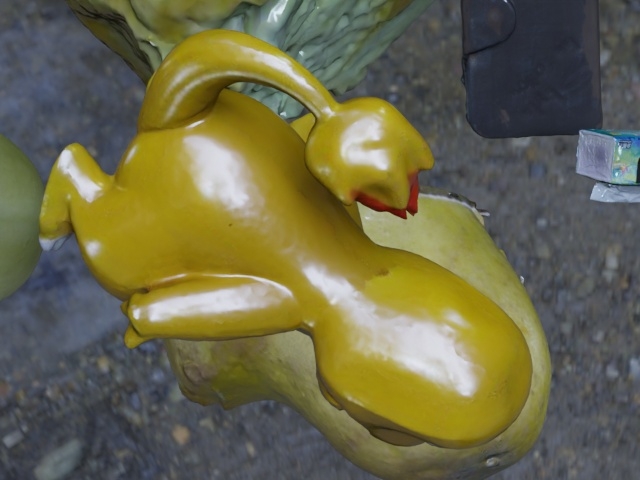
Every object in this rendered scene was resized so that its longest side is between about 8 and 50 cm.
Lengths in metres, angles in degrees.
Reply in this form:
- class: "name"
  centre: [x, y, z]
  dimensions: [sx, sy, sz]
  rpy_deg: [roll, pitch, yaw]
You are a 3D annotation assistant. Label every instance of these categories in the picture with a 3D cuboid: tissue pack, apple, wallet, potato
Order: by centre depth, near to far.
- class: "apple"
  centre: [-0.346, -0.020, 1.380]
  dimensions: [0.200, 0.200, 0.200]
  rpy_deg: [-3, 57, 5]
- class: "potato"
  centre: [0.036, 0.134, 1.533]
  dimensions: [0.397, 0.290, 0.296]
  rpy_deg: [-17, 58, 0]
- class: "tissue pack"
  centre: [0.349, -0.080, 1.632]
  dimensions: [0.111, 0.085, 0.079]
  rpy_deg: [0, 99, -17]
- class: "wallet"
  centre: [0.243, -0.264, 1.714]
  dimensions: [0.165, 0.309, 0.042]
  rpy_deg: [-5, 23, -1]

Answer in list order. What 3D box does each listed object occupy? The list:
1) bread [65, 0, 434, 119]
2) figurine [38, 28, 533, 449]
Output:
- class: "bread"
  centre: [-0.051, -0.203, 0.779]
  dimensions: [0.252, 0.196, 0.238]
  rpy_deg: [46, 110, 18]
- class: "figurine"
  centre: [0.003, -0.001, 0.500]
  dimensions: [0.176, 0.122, 0.121]
  rpy_deg: [39, 51, 0]
